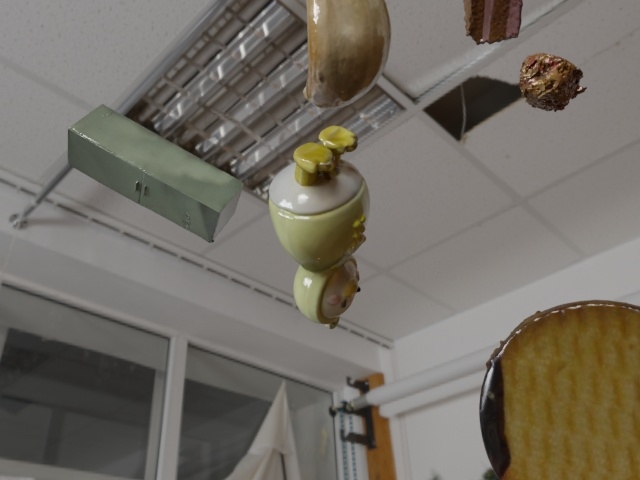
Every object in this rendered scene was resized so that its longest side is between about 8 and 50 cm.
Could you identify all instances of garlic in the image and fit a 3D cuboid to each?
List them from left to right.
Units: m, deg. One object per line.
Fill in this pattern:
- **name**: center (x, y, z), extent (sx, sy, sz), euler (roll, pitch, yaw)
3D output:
- **garlic**: center (0.017, -0.313, 0.847), extent (0.164, 0.145, 0.245), euler (12, -62, 46)

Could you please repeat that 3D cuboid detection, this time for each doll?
- **doll**: center (0.011, 0.003, 0.750), extent (0.117, 0.141, 0.296), euler (11, -50, 30)

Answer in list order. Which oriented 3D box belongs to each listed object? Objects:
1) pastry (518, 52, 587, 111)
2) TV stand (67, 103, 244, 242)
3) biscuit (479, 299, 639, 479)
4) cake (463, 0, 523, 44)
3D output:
- **pastry**: center (0.330, -0.222, 0.853), extent (0.087, 0.063, 0.169), euler (21, 8, 28)
- **TV stand**: center (-0.265, -0.107, 0.944), extent (0.269, 0.088, 0.083), euler (29, -45, 3)
- **biscuit**: center (0.367, 0.235, 0.763), extent (0.318, 0.318, 0.040), euler (-19, -9, 22)
- **cake**: center (0.338, -0.530, 1.118), extent (0.116, 0.113, 0.295), euler (-4, -76, -6)
